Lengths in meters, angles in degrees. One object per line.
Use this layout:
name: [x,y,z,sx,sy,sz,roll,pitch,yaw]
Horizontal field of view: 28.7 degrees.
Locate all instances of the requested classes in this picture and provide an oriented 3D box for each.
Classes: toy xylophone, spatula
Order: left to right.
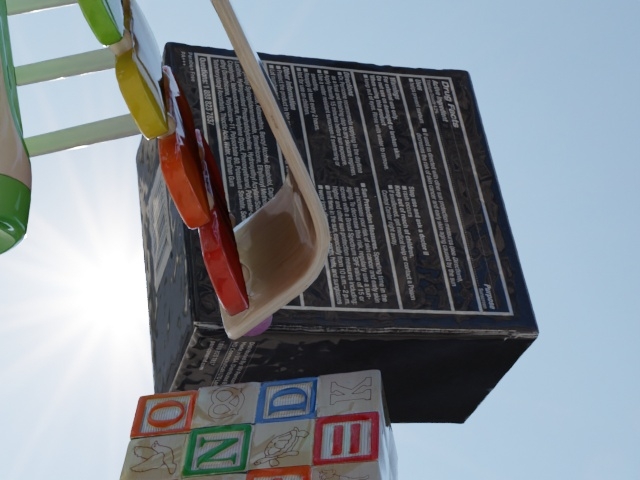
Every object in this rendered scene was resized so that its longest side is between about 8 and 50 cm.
spatula: [-0.231,-0.111,0.846,0.019,0.242,0.168,102,-31,-60]
toy xylophone: [-0.082,-0.111,0.715,0.081,0.236,0.322,-24,-70,2]

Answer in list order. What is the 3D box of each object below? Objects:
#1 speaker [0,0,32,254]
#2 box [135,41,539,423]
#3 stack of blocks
speaker: [-0.249,-0.137,0.750,0.131,0.131,0.296,-28,-113,46]
box: [0.000,0.000,1.117,0.294,0.296,0.183,3,-35,-17]
stack of blocks: [-0.042,0.215,0.754,0.171,0.297,0.087,-7,-56,8]
